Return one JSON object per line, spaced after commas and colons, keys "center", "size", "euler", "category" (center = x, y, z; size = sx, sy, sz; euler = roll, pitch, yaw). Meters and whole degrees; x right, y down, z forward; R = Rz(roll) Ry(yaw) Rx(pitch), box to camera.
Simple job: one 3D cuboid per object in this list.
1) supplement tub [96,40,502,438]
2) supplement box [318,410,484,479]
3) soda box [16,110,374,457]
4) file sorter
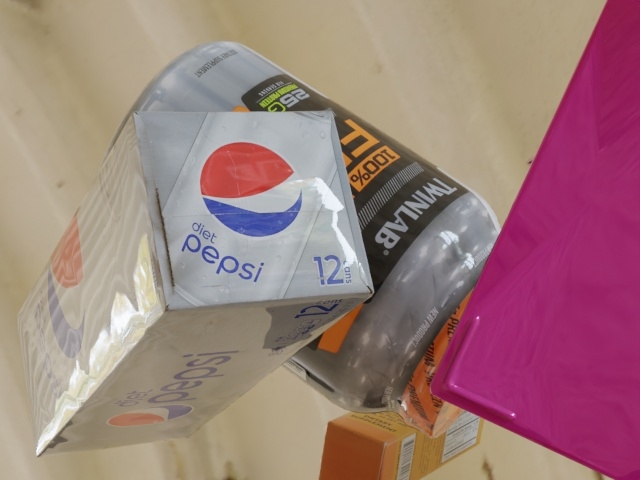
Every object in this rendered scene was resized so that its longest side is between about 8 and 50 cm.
{"center": [0.000, 0.000, 1.034], "size": [0.316, 0.193, 0.194], "euler": [33, -52, 16], "category": "supplement tub"}
{"center": [0.095, 0.211, 1.474], "size": [0.078, 0.233, 0.080], "euler": [17, -74, 31], "category": "supplement box"}
{"center": [-0.080, 0.033, 0.687], "size": [0.286, 0.098, 0.091], "euler": [136, -54, -60], "category": "soda box"}
{"center": [0.212, -0.010, 0.774], "size": [0.202, 0.182, 0.291], "euler": [25, -89, 4], "category": "file sorter"}
